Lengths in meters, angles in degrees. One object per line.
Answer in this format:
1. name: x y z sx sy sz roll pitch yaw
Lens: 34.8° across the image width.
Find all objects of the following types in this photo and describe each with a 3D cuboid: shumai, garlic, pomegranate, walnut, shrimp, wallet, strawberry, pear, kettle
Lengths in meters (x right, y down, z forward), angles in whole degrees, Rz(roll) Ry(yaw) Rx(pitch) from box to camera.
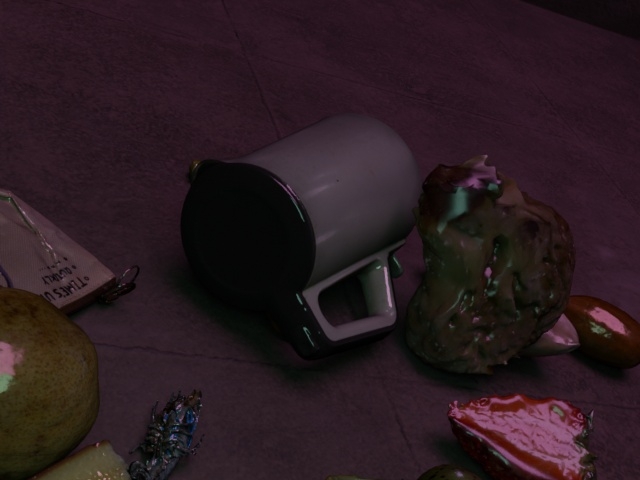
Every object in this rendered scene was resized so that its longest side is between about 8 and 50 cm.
1. shumai: 0.268 0.026 1.605 0.346 0.283 0.217 -36 53 -18
2. garlic: 0.303 0.106 1.773 0.143 0.112 0.318 -34 65 -22
3. pomegranate: 0.162 0.341 1.304 0.130 0.130 0.130 20 32 -13
4. walnut: 0.504 0.161 1.867 0.207 0.115 0.116 28 30 14
5. shrimp: -0.194 0.248 1.243 0.082 0.076 0.174 -6 27 24
6. wallet: -0.433 0.035 1.343 0.275 0.068 0.335 39 34 14
7. strawberry: 0.288 0.314 1.483 0.228 0.098 0.174 7 52 -12
8. pear: -0.359 0.153 1.106 0.228 0.188 0.211 39 20 18
9. kettle: 0.000 0.000 1.587 0.361 0.250 0.377 62 32 0

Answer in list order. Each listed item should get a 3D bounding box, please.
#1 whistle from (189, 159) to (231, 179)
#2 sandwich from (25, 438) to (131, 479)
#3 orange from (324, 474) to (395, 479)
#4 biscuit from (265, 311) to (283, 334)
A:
1. whistle: -0.137 -0.107 1.810 0.198 0.057 0.104 5 53 -20
2. sandwich: -0.296 0.299 1.039 0.094 0.096 0.258 46 33 16
3. orange: 0.096 0.399 1.104 0.263 0.196 0.334 21 33 -40
4. biscuit: -0.043 0.115 1.578 0.102 0.019 0.130 3 38 -38
